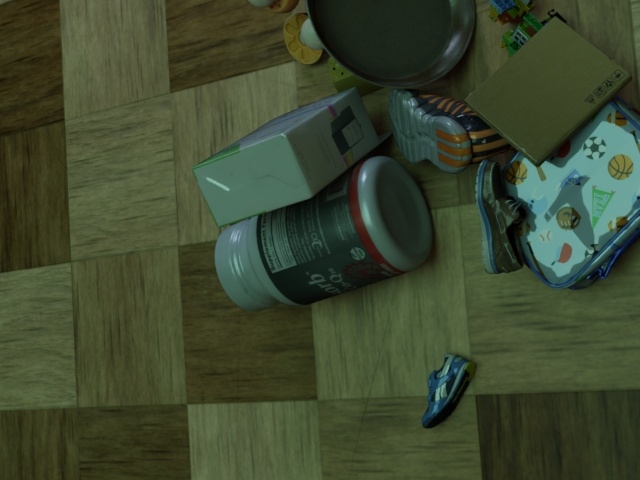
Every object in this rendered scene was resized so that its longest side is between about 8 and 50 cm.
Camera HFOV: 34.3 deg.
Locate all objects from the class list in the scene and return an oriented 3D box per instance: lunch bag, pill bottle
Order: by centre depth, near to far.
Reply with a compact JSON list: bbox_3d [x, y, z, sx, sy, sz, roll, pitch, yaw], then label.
[{"bbox_3d":[0.418,-0.071,1.651,0.303,0.115,0.243,-50,65,21],"label":"lunch bag"},{"bbox_3d":[0.000,0.000,1.874,0.363,0.210,0.210,-20,76,33],"label":"pill bottle"}]

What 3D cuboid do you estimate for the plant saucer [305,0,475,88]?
[{"bbox_3d":[0.117,-0.408,1.807,0.050,0.311,0.310,153,112,-72],"label":"plant saucer"}]

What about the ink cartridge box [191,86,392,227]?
[{"bbox_3d":[-0.038,-0.160,1.815,0.207,0.353,0.119,-17,104,32],"label":"ink cartridge box"}]

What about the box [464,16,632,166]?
[{"bbox_3d":[0.351,-0.234,1.612,0.201,0.021,0.164,-43,64,-1],"label":"box"}]

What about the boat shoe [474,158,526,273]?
[{"bbox_3d":[0.289,-0.039,1.633,0.066,0.066,0.183,-3,100,32],"label":"boat shoe"}]

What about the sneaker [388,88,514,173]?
[{"bbox_3d":[0.244,-0.198,1.779,0.321,0.180,0.124,-134,32,-59],"label":"sneaker"}]

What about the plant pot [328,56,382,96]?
[{"bbox_3d":[0.060,-0.316,1.926,0.082,0.083,0.081,-18,78,32],"label":"plant pot"}]

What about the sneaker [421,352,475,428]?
[{"bbox_3d":[0.213,0.261,1.810,0.059,0.053,0.144,34,98,30],"label":"sneaker"}]

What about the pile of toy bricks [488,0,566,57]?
[{"bbox_3d":[0.347,-0.322,1.732,0.212,0.118,0.105,50,153,15],"label":"pile of toy bricks"}]

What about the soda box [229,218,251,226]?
[{"bbox_3d":[-0.125,-0.079,2.056,0.061,0.058,0.181,21,99,34],"label":"soda box"}]

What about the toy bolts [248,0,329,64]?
[{"bbox_3d":[-0.029,-0.394,1.900,0.229,0.158,0.218,28,131,31],"label":"toy bolts"}]
